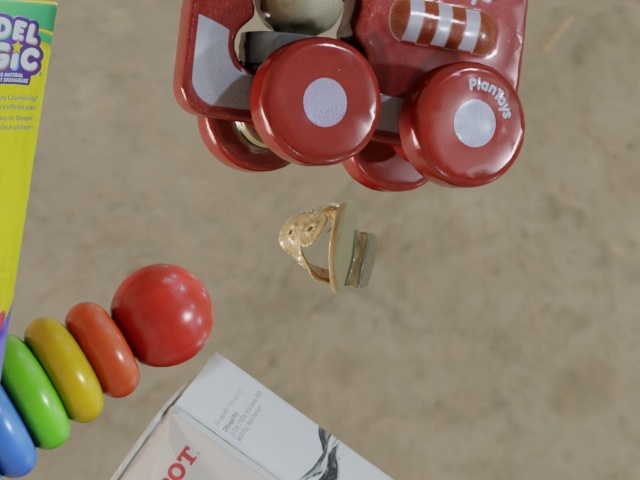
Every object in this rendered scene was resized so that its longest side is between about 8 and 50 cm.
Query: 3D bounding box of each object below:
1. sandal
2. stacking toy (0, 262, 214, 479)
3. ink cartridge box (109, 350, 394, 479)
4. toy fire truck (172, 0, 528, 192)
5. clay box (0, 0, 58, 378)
[{"bbox_3d":[-0.001,0.006,1.491,0.079,0.240,0.088,11,85,11],"label":"sandal"},{"bbox_3d":[-0.235,0.124,1.253,0.330,0.141,0.141,-29,94,-15],"label":"stacking toy"},{"bbox_3d":[-0.052,0.354,1.609,0.395,0.166,0.285,36,111,0],"label":"ink cartridge box"},{"bbox_3d":[0.034,-0.175,1.220,0.302,0.169,0.253,8,87,-22],"label":"toy fire truck"},{"bbox_3d":[-0.193,-0.037,0.675,0.053,0.127,0.222,23,108,39],"label":"clay box"}]
